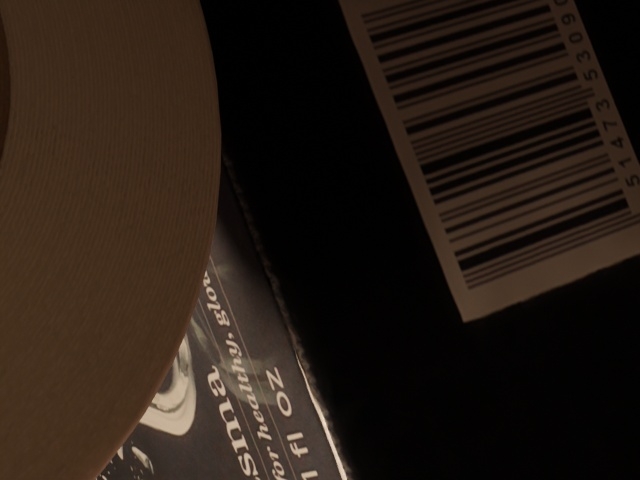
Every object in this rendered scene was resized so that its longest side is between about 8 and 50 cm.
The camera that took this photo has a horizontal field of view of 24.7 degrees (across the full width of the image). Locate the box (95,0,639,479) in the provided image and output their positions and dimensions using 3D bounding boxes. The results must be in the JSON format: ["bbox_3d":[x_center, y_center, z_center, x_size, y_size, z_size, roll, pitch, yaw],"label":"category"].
[{"bbox_3d":[0.000,0.000,0.855,0.297,0.480,0.472,-20,176,-24],"label":"box"}]

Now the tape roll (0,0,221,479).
[{"bbox_3d":[-0.213,-0.055,0.476,0.392,0.392,0.072,-9,171,-38],"label":"tape roll"}]
